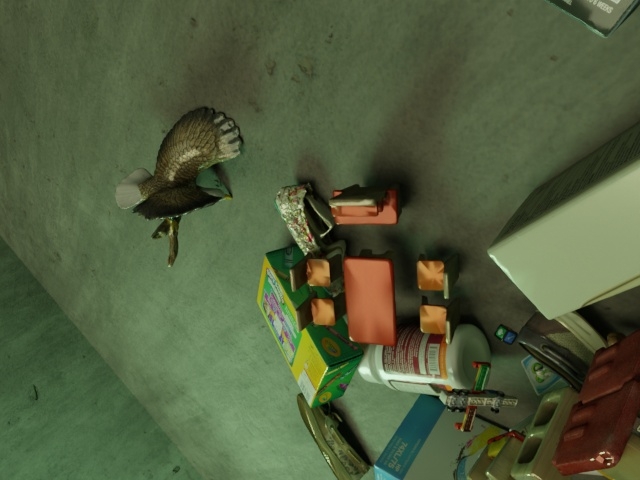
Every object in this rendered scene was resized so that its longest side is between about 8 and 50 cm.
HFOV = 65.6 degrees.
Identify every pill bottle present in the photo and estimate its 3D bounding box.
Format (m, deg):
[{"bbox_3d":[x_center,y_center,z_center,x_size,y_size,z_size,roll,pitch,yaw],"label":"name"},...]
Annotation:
[{"bbox_3d":[0.175,0.209,0.881,0.221,0.121,0.121,-10,112,47],"label":"pill bottle"}]

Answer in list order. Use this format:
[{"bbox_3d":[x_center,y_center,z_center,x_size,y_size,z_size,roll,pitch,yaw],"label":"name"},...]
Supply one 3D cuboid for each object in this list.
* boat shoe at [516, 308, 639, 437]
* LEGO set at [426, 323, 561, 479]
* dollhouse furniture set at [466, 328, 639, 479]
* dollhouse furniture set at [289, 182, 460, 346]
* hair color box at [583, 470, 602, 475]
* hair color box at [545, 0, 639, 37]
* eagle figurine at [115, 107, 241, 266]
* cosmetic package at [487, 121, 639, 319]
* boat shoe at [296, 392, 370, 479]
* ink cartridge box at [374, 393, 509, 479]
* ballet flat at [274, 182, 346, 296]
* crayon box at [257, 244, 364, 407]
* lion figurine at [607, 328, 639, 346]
[{"bbox_3d":[0.388,0.212,0.681,0.285,0.092,0.103,49,177,7],"label":"boat shoe"},{"bbox_3d":[0.286,0.243,0.768,0.244,0.182,0.060,58,175,-21],"label":"LEGO set"},{"bbox_3d":[0.344,0.256,0.568,0.201,0.152,0.374,32,155,13],"label":"dollhouse furniture set"},{"bbox_3d":[0.075,0.046,0.782,0.262,0.135,0.259,1,107,22],"label":"dollhouse furniture set"},{"bbox_3d":[0.435,0.335,0.796,0.141,0.043,0.072,-25,101,51],"label":"hair color box"},{"bbox_3d":[0.267,-0.371,0.351,0.185,0.113,0.374,40,139,13],"label":"hair color box"},{"bbox_3d":[-0.286,-0.113,1.024,0.226,0.225,0.298,57,152,8],"label":"eagle figurine"},{"bbox_3d":[0.339,-0.053,0.496,0.113,0.160,0.309,48,142,3],"label":"cosmetic package"},{"bbox_3d":[0.029,0.505,1.291,0.285,0.089,0.104,63,165,-11],"label":"boat shoe"},{"bbox_3d":[0.270,0.468,0.932,0.270,0.197,0.198,16,130,34],"label":"ink cartridge box"},{"bbox_3d":[0.000,0.000,0.920,0.077,0.091,0.241,-24,107,27],"label":"ballet flat"},{"bbox_3d":[-0.033,0.167,0.995,0.278,0.081,0.165,57,148,32],"label":"crayon box"},{"bbox_3d":[0.499,0.146,0.543,0.392,0.142,0.240,35,132,-3],"label":"lion figurine"}]
